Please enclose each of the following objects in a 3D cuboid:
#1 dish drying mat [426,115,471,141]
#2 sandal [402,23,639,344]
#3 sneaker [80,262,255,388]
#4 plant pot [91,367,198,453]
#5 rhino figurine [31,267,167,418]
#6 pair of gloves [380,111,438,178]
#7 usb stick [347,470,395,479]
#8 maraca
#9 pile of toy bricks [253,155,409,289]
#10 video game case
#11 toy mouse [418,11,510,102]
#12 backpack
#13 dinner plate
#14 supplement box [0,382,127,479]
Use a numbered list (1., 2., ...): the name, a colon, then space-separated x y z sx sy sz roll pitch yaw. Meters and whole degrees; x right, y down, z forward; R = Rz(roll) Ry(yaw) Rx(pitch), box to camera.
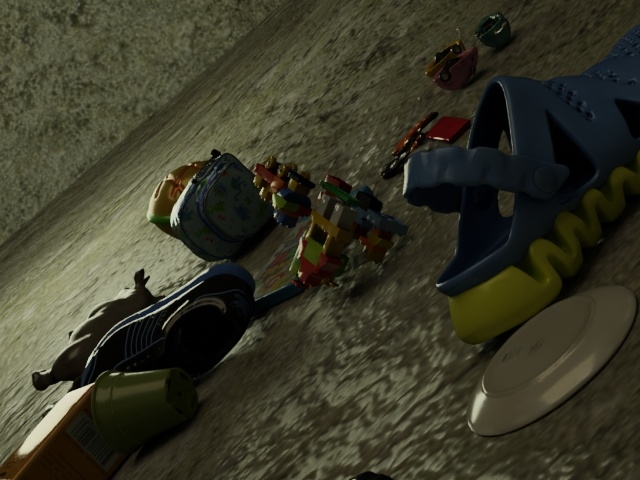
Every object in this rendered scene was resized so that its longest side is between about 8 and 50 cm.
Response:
1. dish drying mat: 0.133 -0.116 1.763 0.032 0.008 0.083 -44 15 -5
2. sandal: 0.173 -0.073 1.253 0.317 0.138 0.126 -47 11 -31
3. sneaker: -0.161 0.113 1.708 0.232 0.081 0.090 -40 19 20
4. plant pot: -0.162 0.155 1.612 0.079 0.083 0.083 -18 24 30
5. rhino figurine: -0.247 0.111 1.974 0.106 0.073 0.243 -36 13 36
6. pair of gloves: 0.095 -0.102 1.803 0.074 0.010 0.083 -44 11 38
7. usb stick: -0.053 0.225 1.139 0.278 0.045 0.077 -30 17 38
8. maraca: -0.128 -0.054 2.116 0.185 0.099 0.127 -13 21 6
9. pile of toy bricks: 0.000 0.000 1.623 0.212 0.118 0.105 38 108 60
10. video game case: -0.021 0.014 1.770 0.119 0.015 0.166 -27 20 47
11. toy mouse: 0.172 -0.210 1.896 0.143 0.031 0.161 -25 22 51
12. backpack: -0.115 -0.036 1.994 0.114 0.105 0.084 -50 14 -14
13. dinner plate: 0.148 0.074 1.119 0.141 0.017 0.141 -40 12 10
14. supplement box: -0.274 0.245 1.623 0.233 0.080 0.078 -48 14 -32
